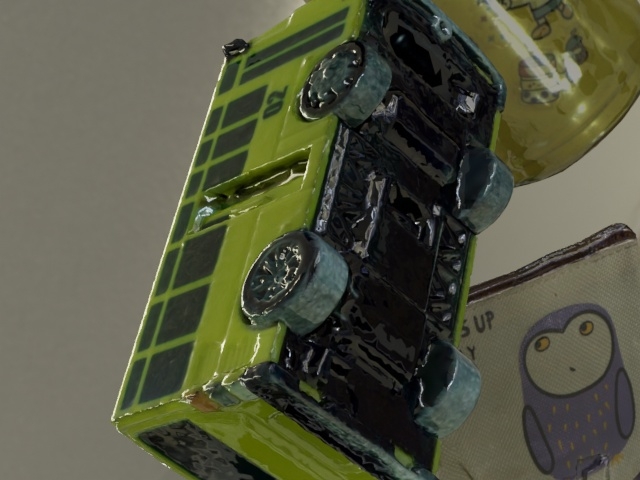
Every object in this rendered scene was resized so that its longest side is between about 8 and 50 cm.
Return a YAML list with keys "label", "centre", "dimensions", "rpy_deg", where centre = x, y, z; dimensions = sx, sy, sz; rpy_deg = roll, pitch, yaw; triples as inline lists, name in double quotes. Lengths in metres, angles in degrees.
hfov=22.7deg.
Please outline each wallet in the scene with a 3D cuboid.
- label: "wallet"
  centre: [0.176, 0.140, 1.452]
  dimensions: [0.335, 0.068, 0.274]
  rpy_deg: [-19, -69, -21]

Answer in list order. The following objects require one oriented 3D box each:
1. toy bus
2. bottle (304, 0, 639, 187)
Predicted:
- label: "toy bus"
  centre: [0.000, 0.000, 0.818]
  dimensions: [0.150, 0.128, 0.262]
  rpy_deg: [-21, 42, 40]
- label: "bottle"
  centre: [0.060, -0.205, 1.044]
  dimensions: [0.171, 0.351, 0.171]
  rpy_deg: [-34, 29, 21]
